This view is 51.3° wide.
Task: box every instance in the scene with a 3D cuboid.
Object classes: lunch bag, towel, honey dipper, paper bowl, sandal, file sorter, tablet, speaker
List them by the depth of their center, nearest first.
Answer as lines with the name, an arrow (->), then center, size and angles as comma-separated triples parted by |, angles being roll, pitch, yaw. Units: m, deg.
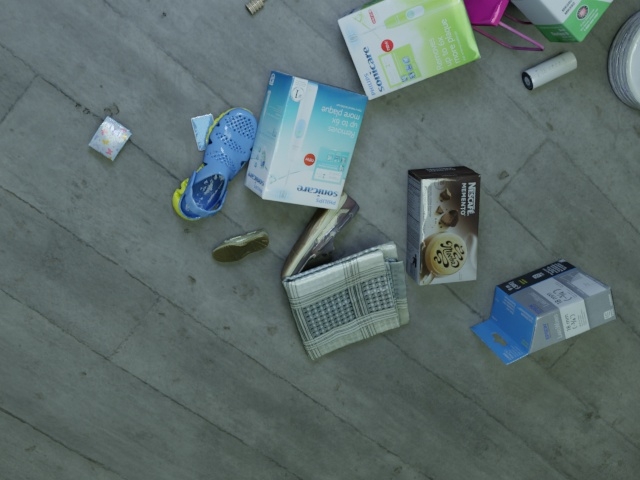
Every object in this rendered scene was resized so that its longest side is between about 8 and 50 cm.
honey dipper -> -0.108, -0.596, 1.581 | 0.161, 0.030, 0.030 | -38, 111, -1
lunch bag -> -0.500, -0.245, 1.591 | 0.071, 0.053, 0.083 | 33, 107, -17
file sorter -> 0.499, -0.629, 1.616 | 0.182, 0.202, 0.290 | 20, 101, -21
sandal -> -0.245, -0.173, 1.622 | 0.126, 0.138, 0.317 | 24, 99, -23
tablet -> -0.286, -0.269, 1.655 | 0.054, 0.006, 0.083 | -14, 110, -8
speaker -> 0.609, -0.452, 1.770 | 0.136, 0.055, 0.055 | -27, 110, -4
paper bowl -> 0.937, -0.485, 1.785 | 0.284, 0.148, 0.284 | -4, 109, -12
towel -> 0.085, 0.172, 1.803 | 0.324, 0.056, 0.312 | -20, 127, -7

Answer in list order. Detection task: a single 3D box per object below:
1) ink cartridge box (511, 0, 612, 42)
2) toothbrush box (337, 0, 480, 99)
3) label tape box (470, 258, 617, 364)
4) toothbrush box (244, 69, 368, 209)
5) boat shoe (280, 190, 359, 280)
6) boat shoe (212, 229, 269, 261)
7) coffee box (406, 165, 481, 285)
ink cartridge box -> 0.509, -0.606, 1.450 | 0.289, 0.121, 0.211 | 34, 96, -23
toothbrush box -> 0.213, -0.490, 1.588 | 0.283, 0.122, 0.206 | -16, 112, 18
label tape box -> 0.607, 0.191, 1.868 | 0.334, 0.240, 0.106 | -21, 110, -5
toothbrush box -> -0.038, -0.241, 1.629 | 0.216, 0.126, 0.295 | 8, 107, -32
boat shoe -> 0.000, 0.000, 1.752 | 0.092, 0.103, 0.285 | 33, 91, -15
boat shoe -> -0.210, 0.012, 1.744 | 0.153, 0.048, 0.056 | -22, 123, 2
coffee box -> 0.329, -0.042, 1.800 | 0.168, 0.119, 0.297 | -4, 108, -10
